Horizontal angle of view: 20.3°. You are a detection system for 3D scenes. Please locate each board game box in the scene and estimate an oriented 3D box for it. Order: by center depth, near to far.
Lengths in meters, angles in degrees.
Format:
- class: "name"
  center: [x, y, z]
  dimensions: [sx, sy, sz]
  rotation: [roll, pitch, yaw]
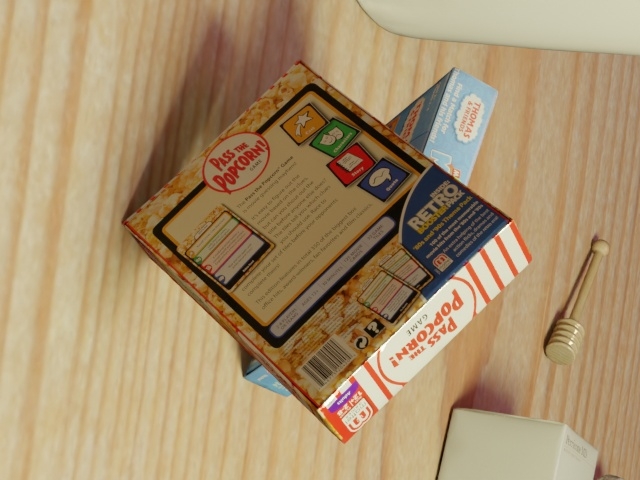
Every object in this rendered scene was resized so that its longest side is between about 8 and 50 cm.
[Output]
- class: "board game box"
  center: [0.000, 0.000, 1.008]
  dimensions: [0.147, 0.193, 0.045]
  rotation: [-43, 141, -7]
- class: "board game box"
  center: [0.028, 0.000, 1.134]
  dimensions: [0.211, 0.039, 0.160]
  rotation: [-38, -152, 62]

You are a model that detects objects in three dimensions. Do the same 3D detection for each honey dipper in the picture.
- class: "honey dipper"
  center: [0.257, 0.056, 1.745]
  dimensions: [0.161, 0.030, 0.030]
  rotation: [-60, 145, -40]

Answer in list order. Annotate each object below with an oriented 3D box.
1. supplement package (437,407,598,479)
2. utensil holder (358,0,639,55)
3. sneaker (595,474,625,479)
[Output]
- class: "supplement package"
  center: [0.157, 0.244, 1.509]
  dimensions: [0.105, 0.105, 0.179]
  rotation: [37, 63, -58]
- class: "utensil holder"
  center: [0.235, -0.285, 1.244]
  dimensions: [0.327, 0.385, 0.328]
  rotation: [-24, 118, -59]
- class: "sneaker"
  center: [0.312, 0.372, 1.784]
  dimensions: [0.101, 0.153, 0.269]
  rotation: [49, 53, -55]
